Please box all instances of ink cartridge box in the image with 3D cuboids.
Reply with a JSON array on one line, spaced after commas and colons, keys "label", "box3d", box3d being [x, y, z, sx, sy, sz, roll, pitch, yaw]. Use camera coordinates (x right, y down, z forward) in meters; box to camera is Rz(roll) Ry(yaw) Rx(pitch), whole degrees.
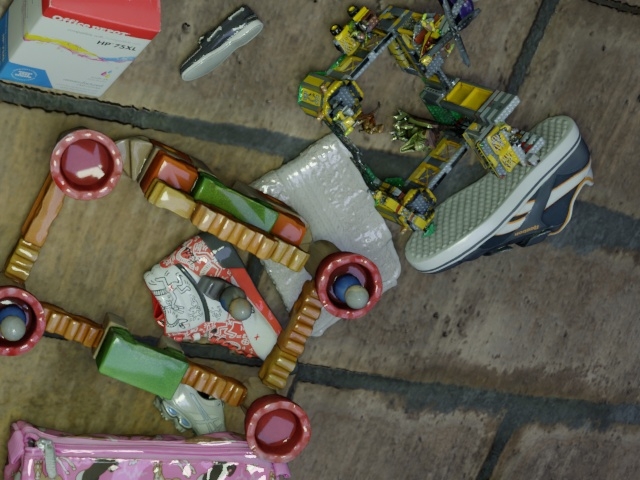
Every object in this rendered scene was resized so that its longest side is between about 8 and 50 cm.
[{"label": "ink cartridge box", "box3d": [-0.271, -0.255, 1.520, 0.134, 0.078, 0.231, 8, 157, -29]}]

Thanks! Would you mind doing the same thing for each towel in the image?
[{"label": "towel", "box3d": [0.000, 0.000, 1.896, 0.187, 0.049, 0.282, -33, 126, -7]}]

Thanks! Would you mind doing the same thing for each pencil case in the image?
[{"label": "pencil case", "box3d": [-0.242, 0.332, 1.842, 0.386, 0.167, 0.160, 4, 89, -12]}]

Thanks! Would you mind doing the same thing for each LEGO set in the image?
[{"label": "LEGO set", "box3d": [0.148, -0.154, 1.768, 0.255, 0.192, 0.331, -42, 126, -17]}]

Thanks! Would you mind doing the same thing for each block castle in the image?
[{"label": "block castle", "box3d": [-0.173, 0.065, 1.667, 0.453, 0.213, 0.303, 25, 95, -19]}]

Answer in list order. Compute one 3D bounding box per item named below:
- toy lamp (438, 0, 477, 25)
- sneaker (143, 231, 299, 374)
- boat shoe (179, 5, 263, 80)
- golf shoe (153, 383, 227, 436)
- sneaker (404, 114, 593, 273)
[{"label": "toy lamp", "box3d": [0.285, -0.394, 1.806, 0.275, 0.080, 0.080, -34, 126, -2]}, {"label": "sneaker", "box3d": [-0.144, 0.115, 1.865, 0.145, 0.090, 0.270, -33, 122, -6]}, {"label": "boat shoe", "box3d": [-0.133, -0.253, 1.698, 0.125, 0.038, 0.046, -37, 168, 3]}, {"label": "golf shoe", "box3d": [-0.160, 0.261, 1.952, 0.086, 0.069, 0.176, -47, 128, -4]}, {"label": "sneaker", "box3d": [0.278, -0.037, 1.966, 0.321, 0.126, 0.127, -39, 121, -4]}]
